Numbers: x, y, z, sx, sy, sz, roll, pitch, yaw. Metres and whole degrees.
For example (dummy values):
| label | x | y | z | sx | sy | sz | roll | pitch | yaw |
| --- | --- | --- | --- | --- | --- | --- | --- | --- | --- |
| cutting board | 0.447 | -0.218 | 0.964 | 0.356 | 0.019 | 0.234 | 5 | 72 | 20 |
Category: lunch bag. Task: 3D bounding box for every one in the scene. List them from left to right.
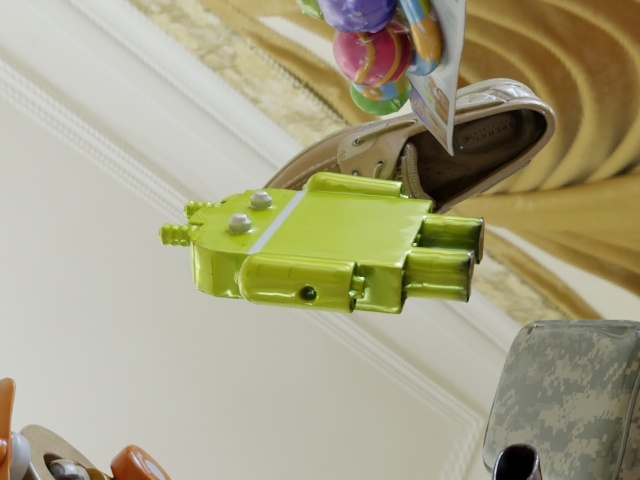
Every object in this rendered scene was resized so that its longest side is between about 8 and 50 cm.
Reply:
| label | x | y | z | sx | sy | sz | roll | pitch | yaw |
| --- | --- | --- | --- | --- | --- | --- | --- | --- | --- |
| lunch bag | 0.361 | 0.219 | 1.207 | 0.256 | 0.305 | 0.213 | 23 | -102 | -15 |

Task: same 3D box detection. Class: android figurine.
| label | x | y | z | sx | sy | sz | roll | pitch | yaw |
| --- | --- | --- | --- | --- | --- | --- | --- | --- | --- |
| android figurine | 0.000 | 0.000 | 0.925 | 0.248 | 0.272 | 0.056 | -53 | -33 | -64 |

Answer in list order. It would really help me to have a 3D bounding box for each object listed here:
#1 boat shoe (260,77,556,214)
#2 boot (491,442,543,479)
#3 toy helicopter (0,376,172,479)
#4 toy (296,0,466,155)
| label | x | y | z | sx | sy | sz | roll | pitch | yaw |
| --- | --- | --- | --- | --- | --- | --- | --- | --- | --- |
| boat shoe | 0.075 | -0.068 | 1.101 | 0.341 | 0.110 | 0.122 | -28 | -76 | 4 |
| boot | 0.148 | 0.299 | 0.787 | 0.207 | 0.090 | 0.248 | 67 | -152 | -23 |
| toy helicopter | -0.251 | 0.269 | 1.033 | 0.140 | 0.355 | 0.235 | -42 | -72 | -1 |
| toy | 0.024 | -0.128 | 0.625 | 0.056 | 0.237 | 0.137 | -36 | -105 | -2 |
